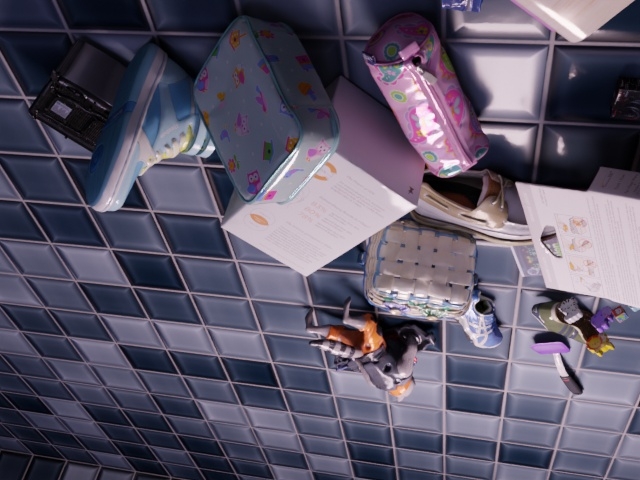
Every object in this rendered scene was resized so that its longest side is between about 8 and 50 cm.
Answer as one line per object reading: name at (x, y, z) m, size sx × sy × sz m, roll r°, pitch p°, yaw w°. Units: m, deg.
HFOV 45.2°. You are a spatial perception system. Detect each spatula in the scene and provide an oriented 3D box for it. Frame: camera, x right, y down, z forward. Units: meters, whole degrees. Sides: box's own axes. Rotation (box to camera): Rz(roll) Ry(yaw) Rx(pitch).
spatula at (0.601, 0.319, 1.915) m, size 0.084 × 0.030 × 0.296 m, roll -9°, pitch 138°, yaw 31°

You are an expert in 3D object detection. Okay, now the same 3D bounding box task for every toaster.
toaster at (-0.423, -0.259, 1.415) m, size 0.168 × 0.110 × 0.185 m, roll 32°, pitch 148°, yaw -24°

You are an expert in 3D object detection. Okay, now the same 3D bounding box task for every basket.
basket at (0.197, 0.057, 1.576) m, size 0.254 × 0.201 × 0.289 m, roll 9°, pitch -179°, yaw 5°

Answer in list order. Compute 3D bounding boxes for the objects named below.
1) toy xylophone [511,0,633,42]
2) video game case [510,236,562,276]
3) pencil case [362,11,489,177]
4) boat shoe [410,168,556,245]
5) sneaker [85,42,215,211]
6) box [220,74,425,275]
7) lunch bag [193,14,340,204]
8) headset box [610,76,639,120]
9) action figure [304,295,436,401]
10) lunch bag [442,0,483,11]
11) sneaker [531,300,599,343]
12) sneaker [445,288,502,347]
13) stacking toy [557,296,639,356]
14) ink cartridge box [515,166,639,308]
toy xylophone at (0.364, -0.397, 0.992) m, size 0.236 × 0.081 × 0.322 m, roll 34°, pitch 140°, yaw -25°
video game case at (0.470, 0.006, 1.547) m, size 0.173 × 0.022 × 0.190 m, roll -6°, pitch 140°, yaw 26°
pencil case at (0.175, -0.229, 1.248) m, size 0.124 × 0.124 × 0.284 m, roll -9°, pitch 139°, yaw 28°
boat shoe at (0.311, -0.068, 1.425) m, size 0.302 × 0.113 × 0.103 m, roll 6°, pitch 149°, yaw 13°
sneaker at (-0.267, -0.165, 1.337) m, size 0.208 × 0.319 × 0.127 m, roll 29°, pitch 155°, yaw -32°
box at (0.003, -0.106, 1.434) m, size 0.215 × 0.168 × 0.345 m, roll 32°, pitch 141°, yaw -22°
lunch bag at (-0.095, -0.208, 1.252) m, size 0.107 × 0.279 × 0.224 m, roll -5°, pitch 149°, yaw -39°
headset box at (0.508, -0.222, 1.219) m, size 0.083 × 0.032 × 0.062 m, roll 9°, pitch 144°, yaw 10°
action figure at (0.100, 0.296, 1.943) m, size 0.330 × 0.179 × 0.341 m, roll 40°, pitch 136°, yaw -17°
lunch bag at (0.209, -0.376, 1.085) m, size 0.065 × 0.067 × 0.098 m, roll 8°, pitch 143°, yaw 10°
sneaker at (0.551, 0.183, 1.732) m, size 0.192 × 0.064 × 0.086 m, roll 30°, pitch 161°, yaw -33°
sneaker at (0.369, 0.182, 1.769) m, size 0.081 × 0.080 × 0.211 m, roll -14°, pitch 137°, yaw 38°
stacking toy at (0.631, 0.142, 1.622) m, size 0.221 × 0.052 × 0.167 m, roll -35°, pitch 126°, yaw 20°
ink cartridge box at (0.497, -0.002, 1.328) m, size 0.261 × 0.066 × 0.296 m, roll 15°, pitch 147°, yaw 39°
